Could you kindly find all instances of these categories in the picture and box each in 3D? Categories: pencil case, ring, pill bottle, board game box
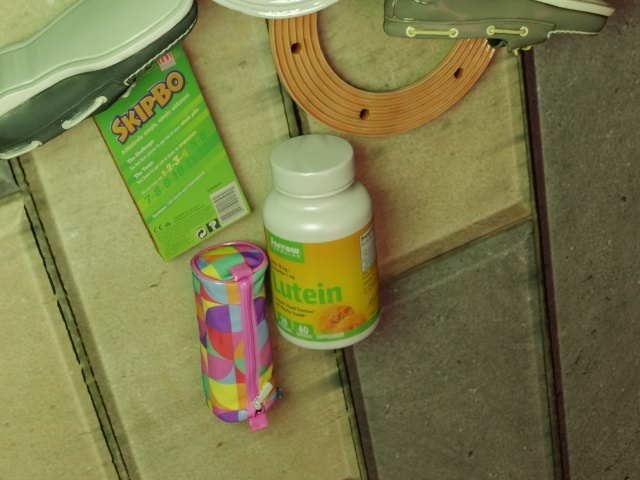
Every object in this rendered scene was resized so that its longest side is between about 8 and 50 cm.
[{"bbox_3d":[-0.105,0.119,1.656,0.104,0.104,0.236,-18,122,-21],"label":"pencil case"},{"bbox_3d":[0.086,-0.285,1.589,0.336,0.032,0.336,-15,123,-24],"label":"ring"},{"bbox_3d":[0.000,0.000,1.627,0.136,0.136,0.246,-19,124,-20],"label":"pill bottle"},{"bbox_3d":[-0.178,-0.106,1.530,0.124,0.039,0.259,-31,130,-13],"label":"board game box"}]

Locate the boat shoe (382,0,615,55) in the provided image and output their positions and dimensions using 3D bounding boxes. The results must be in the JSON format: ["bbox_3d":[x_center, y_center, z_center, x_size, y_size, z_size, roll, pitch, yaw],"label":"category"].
[{"bbox_3d":[0.213,-0.275,1.584,0.305,0.109,0.091,3,115,-25],"label":"boat shoe"}]

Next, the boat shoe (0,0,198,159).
[{"bbox_3d":[-0.246,-0.179,1.367,0.302,0.114,0.091,-21,141,19],"label":"boat shoe"}]

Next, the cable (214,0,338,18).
[{"bbox_3d":[-0.053,-0.342,1.302,0.257,0.089,0.257,2,132,-3],"label":"cable"}]
